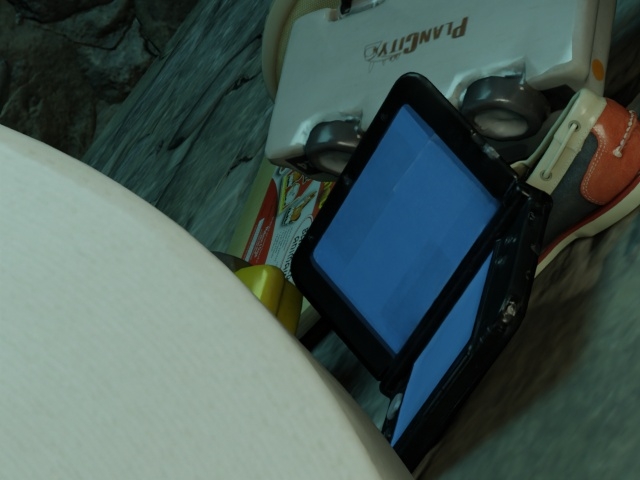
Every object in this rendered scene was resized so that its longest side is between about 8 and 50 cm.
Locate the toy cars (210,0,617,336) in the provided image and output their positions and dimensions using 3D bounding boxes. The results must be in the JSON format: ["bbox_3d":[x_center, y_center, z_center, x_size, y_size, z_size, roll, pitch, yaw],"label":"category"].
[{"bbox_3d":[0.000,0.000,0.846,0.393,0.087,0.176,-47,38,15],"label":"toy cars"}]

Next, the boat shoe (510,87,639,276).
[{"bbox_3d":[0.077,-0.012,0.702,0.137,0.043,0.049,-41,20,48],"label":"boat shoe"}]

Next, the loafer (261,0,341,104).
[{"bbox_3d":[0.048,-0.165,1.110,0.102,0.092,0.268,-28,-25,-45],"label":"loafer"}]

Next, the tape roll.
[{"bbox_3d":[-0.143,0.155,0.383,0.392,0.392,0.072,-55,-27,-9],"label":"tape roll"}]

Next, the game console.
[{"bbox_3d":[0.028,0.020,0.680,0.122,0.071,0.107,-60,6,40],"label":"game console"}]

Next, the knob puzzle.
[{"bbox_3d":[0.015,-0.019,0.968,0.213,0.030,0.213,-44,24,25],"label":"knob puzzle"}]
